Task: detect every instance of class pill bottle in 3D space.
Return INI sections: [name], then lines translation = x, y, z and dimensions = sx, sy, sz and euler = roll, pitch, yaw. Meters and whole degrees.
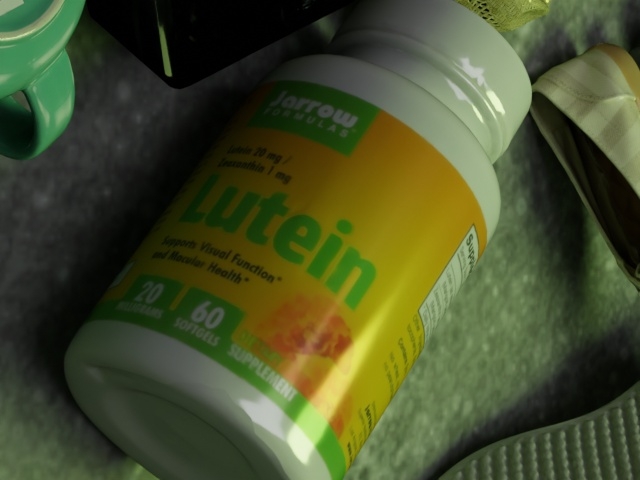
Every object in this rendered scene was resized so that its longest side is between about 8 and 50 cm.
[pill bottle]
translation = 0.000, 0.000, 0.940
dimensions = 0.136, 0.136, 0.246
euler = 53, 58, -34

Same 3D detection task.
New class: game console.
[game console]
translation = -0.047, -0.261, 0.879
dimensions = 0.213, 0.044, 0.361
euler = -36, 125, -54

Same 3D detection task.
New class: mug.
[mug]
translation = -0.147, -0.113, 0.810
dimensions = 0.157, 0.097, 0.129
euler = 20, 79, -44

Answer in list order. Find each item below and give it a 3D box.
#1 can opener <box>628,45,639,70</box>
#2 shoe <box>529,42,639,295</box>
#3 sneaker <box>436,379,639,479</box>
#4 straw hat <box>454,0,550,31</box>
[can opener]
translation = 0.254, 0.006, 1.221
dimensions = 0.076, 0.095, 0.283
euler = -36, 124, -38
[shoe]
translation = 0.184, -0.006, 1.139
dimensions = 0.058, 0.076, 0.219
euler = -21, 80, -33
[sneaker]
translation = 0.166, 0.180, 1.152
dimensions = 0.282, 0.102, 0.161
euler = -21, 131, -28
[straw hat]
translation = 0.090, -0.139, 1.046
dimensions = 0.144, 0.061, 0.144
euler = -12, 104, -59
